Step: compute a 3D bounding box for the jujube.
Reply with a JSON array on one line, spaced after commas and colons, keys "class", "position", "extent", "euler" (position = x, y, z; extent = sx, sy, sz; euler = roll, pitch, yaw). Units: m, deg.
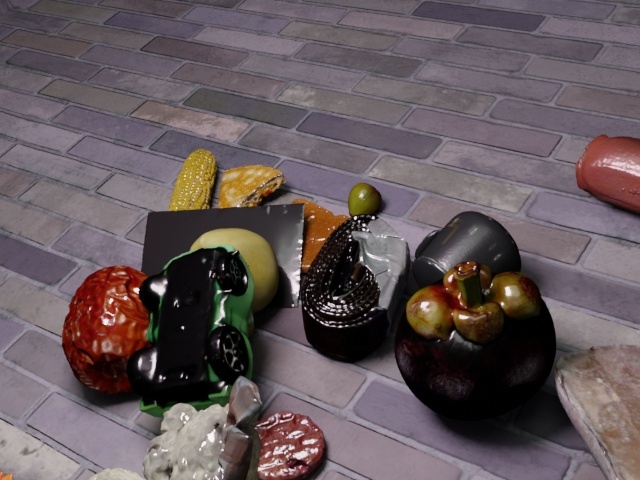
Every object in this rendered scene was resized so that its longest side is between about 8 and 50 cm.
[{"class": "jujube", "position": [-0.404, 0.172, 1.755], "extent": [0.213, 0.213, 0.232], "euler": [-10, 40, 5]}]

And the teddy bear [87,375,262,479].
[{"class": "teddy bear", "position": [-0.249, 0.363, 1.369], "extent": [0.376, 0.362, 0.327], "euler": [3, 42, 12]}]

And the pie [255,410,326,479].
[{"class": "pie", "position": [-0.063, 0.363, 1.564], "extent": [0.154, 0.038, 0.153], "euler": [-9, 38, 7]}]

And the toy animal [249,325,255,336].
[{"class": "toy animal", "position": [-0.222, 0.219, 1.748], "extent": [0.136, 0.073, 0.181], "euler": [12, 44, 18]}]

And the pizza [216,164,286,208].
[{"class": "pizza", "position": [-0.185, -0.096, 2.099], "extent": [0.188, 0.062, 0.199], "euler": [6, 50, 40]}]

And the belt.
[{"class": "belt", "position": [0.070, 0.078, 1.732], "extent": [0.184, 0.164, 0.289], "euler": [12, 52, 17]}]

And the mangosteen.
[{"class": "mangosteen", "position": [0.256, 0.149, 1.502], "extent": [0.275, 0.302, 0.275], "euler": [-8, 43, 8]}]

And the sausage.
[{"class": "sausage", "position": [0.650, -0.127, 1.813], "extent": [0.280, 0.152, 0.152], "euler": [26, 55, 37]}]

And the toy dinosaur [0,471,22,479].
[{"class": "toy dinosaur", "position": [-0.560, 0.478, 1.563], "extent": [0.117, 0.070, 0.288], "euler": [-21, 46, -8]}]

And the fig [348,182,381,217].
[{"class": "fig", "position": [0.094, -0.085, 1.995], "extent": [0.074, 0.074, 0.088], "euler": [24, 73, 36]}]

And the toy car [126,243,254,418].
[{"class": "toy car", "position": [-0.213, 0.190, 1.614], "extent": [0.214, 0.176, 0.358], "euler": [-17, 53, 25]}]

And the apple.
[{"class": "apple", "position": [-0.180, 0.065, 1.805], "extent": [0.200, 0.200, 0.200], "euler": [-8, 41, 8]}]

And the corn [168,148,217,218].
[{"class": "corn", "position": [-0.298, -0.120, 2.133], "extent": [0.101, 0.101, 0.291], "euler": [-5, 40, 11]}]

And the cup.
[{"class": "cup", "position": [0.265, 0.043, 1.739], "extent": [0.176, 0.169, 0.223], "euler": [-42, 32, -18]}]

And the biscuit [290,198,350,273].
[{"class": "biscuit", "position": [0.000, 0.000, 1.943], "extent": [0.183, 0.043, 0.280], "euler": [-24, 43, -14]}]

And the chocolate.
[{"class": "chocolate", "position": [0.491, 0.298, 1.422], "extent": [0.185, 0.100, 0.303], "euler": [-9, 43, -8]}]

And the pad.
[{"class": "pad", "position": [-0.217, 0.036, 1.931], "extent": [0.368, 0.007, 0.247], "euler": [-3, 64, 13]}]
